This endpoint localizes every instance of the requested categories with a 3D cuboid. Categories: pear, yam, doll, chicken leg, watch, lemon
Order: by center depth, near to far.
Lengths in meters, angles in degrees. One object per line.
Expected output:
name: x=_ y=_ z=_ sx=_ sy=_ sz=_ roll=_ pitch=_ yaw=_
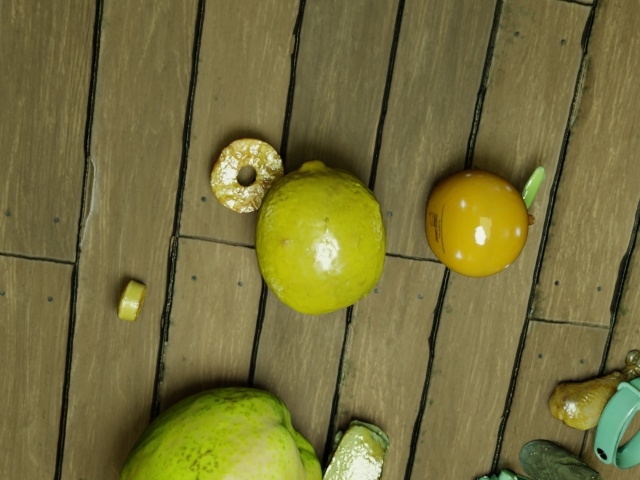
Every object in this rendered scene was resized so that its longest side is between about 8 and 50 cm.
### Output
lemon: x=0.000 y=-0.002 z=1.252 sx=0.261 sy=0.260 sz=0.283 roll=16 pitch=99 yaw=-6
pear: x=-0.184 y=0.464 z=1.286 sx=0.392 sy=0.391 sz=0.390 roll=-1 pitch=101 yaw=-3
doll: x=0.332 y=-0.037 z=1.299 sx=0.236 sy=0.213 sz=0.213 roll=-7 pitch=102 yaw=-16
watch: x=0.674 y=0.382 z=1.418 sx=0.195 sy=0.068 sz=0.237 roll=-22 pitch=127 yaw=-15
yam: x=0.524 y=0.503 z=1.429 sx=0.107 sy=0.183 sz=0.107 roll=-3 pitch=100 yaw=-19
chicken leg: x=0.610 y=0.322 z=1.437 sx=0.252 sy=0.087 sz=0.107 roll=-31 pitch=112 yaw=-3

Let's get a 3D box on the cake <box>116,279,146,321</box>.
cake: x=-0.381 y=0.121 z=1.341 sx=0.044 sy=0.084 sz=0.084 roll=15 pitch=100 yaw=-9

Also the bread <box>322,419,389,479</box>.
bread: x=0.067 y=0.498 z=1.392 sx=0.124 sy=0.186 sz=0.256 roll=15 pitch=96 yaw=11

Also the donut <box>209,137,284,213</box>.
donut: x=-0.143 y=-0.130 z=1.317 sx=0.152 sy=0.058 sz=0.151 roll=0 pitch=102 yaw=-2

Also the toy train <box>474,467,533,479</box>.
toy train: x=0.384 y=0.626 z=1.470 sx=0.155 sy=0.115 sz=0.269 roll=21 pitch=99 yaw=-16
